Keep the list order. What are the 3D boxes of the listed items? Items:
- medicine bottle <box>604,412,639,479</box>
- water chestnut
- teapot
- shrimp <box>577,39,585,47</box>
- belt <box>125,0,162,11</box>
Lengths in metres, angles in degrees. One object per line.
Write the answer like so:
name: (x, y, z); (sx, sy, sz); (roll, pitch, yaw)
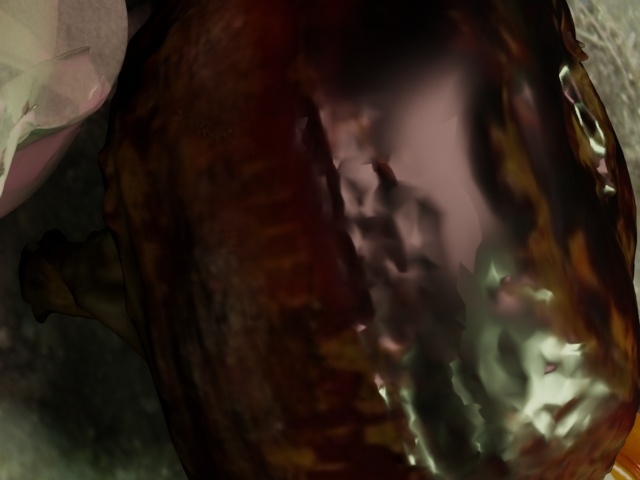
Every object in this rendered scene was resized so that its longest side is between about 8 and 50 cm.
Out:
medicine bottle: (0.112, 0.185, 0.945); (0.222, 0.149, 0.112); (-36, 101, -44)
water chestnut: (0.000, 0.000, 0.843); (0.350, 0.302, 0.350); (-13, 90, -78)
teapot: (-0.188, -0.070, 0.753); (0.163, 0.178, 0.221); (52, 49, -14)
shrimp: (0.102, -0.055, 1.103); (0.185, 0.068, 0.287); (32, 45, -34)
belt: (-0.016, -0.208, 0.995); (0.122, 0.128, 0.218); (32, 56, -30)
